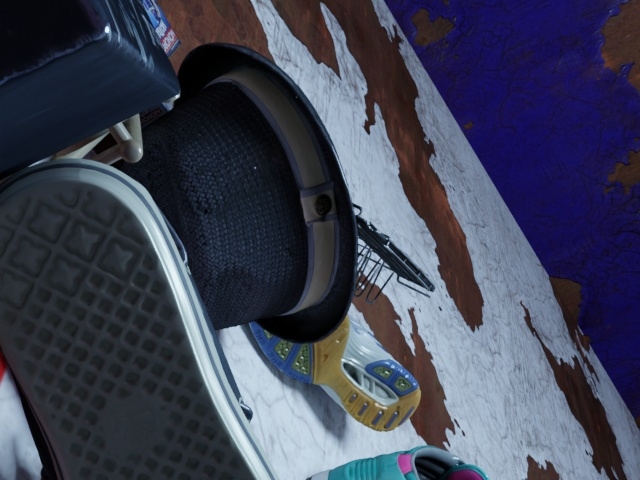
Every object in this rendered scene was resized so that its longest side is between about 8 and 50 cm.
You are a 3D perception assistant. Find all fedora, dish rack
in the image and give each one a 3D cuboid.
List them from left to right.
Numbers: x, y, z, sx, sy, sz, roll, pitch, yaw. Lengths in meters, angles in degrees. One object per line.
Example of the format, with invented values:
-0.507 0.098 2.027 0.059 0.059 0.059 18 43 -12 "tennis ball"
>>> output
-0.107 -0.026 1.313 0.152 0.334 0.334 -24 90 -33 "fedora"
0.000 0.000 1.505 0.271 0.074 0.208 24 -10 39 "dish rack"

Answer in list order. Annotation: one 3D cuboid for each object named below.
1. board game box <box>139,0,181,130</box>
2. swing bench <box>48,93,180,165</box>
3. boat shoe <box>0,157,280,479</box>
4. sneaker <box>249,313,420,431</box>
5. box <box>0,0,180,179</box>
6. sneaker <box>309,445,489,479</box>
-0.226 -0.225 1.447 0.194 0.060 0.194 61 19 -17 "board game box"
-0.259 -0.186 1.142 0.253 0.165 0.254 58 19 -19 "swing bench"
-0.125 0.168 0.968 0.156 0.187 0.500 -115 -171 -73 "boat shoe"
-0.005 0.121 1.588 0.296 0.112 0.131 48 -2 -28 "sneaker"
-0.312 -0.235 0.663 0.480 0.297 0.471 -122 -173 -84 "box"
0.133 0.343 1.521 0.295 0.178 0.124 52 23 -35 "sneaker"
